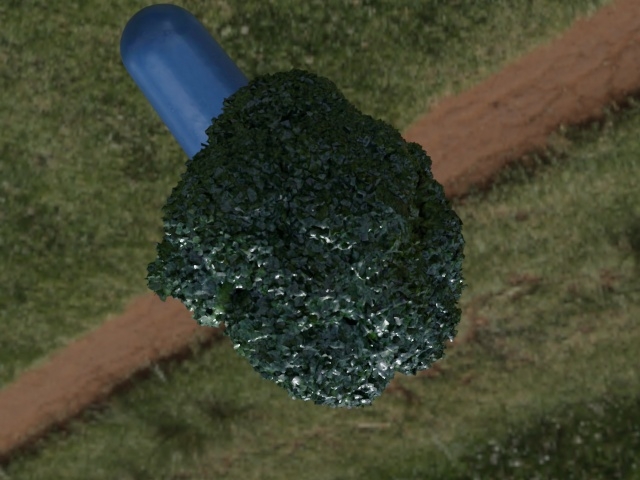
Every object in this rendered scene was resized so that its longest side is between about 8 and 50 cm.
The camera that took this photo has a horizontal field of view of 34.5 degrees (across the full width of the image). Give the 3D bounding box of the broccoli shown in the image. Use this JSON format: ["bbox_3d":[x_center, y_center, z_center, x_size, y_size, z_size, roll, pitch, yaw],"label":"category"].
[{"bbox_3d":[0.000,0.000,0.560,0.195,0.195,0.156,17,163,-22],"label":"broccoli"}]

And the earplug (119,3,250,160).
[{"bbox_3d":[-0.140,-0.171,1.270,0.132,0.132,0.273,-21,123,26],"label":"earplug"}]
